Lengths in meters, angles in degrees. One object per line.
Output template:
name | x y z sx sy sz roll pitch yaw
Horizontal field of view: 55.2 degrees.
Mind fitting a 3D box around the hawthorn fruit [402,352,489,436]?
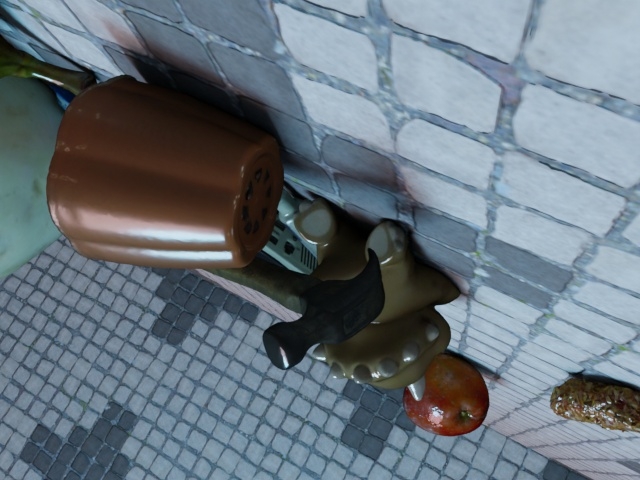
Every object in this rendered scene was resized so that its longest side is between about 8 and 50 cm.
hawthorn fruit | 0.257 0.314 1.239 0.173 0.172 0.173 27 168 6

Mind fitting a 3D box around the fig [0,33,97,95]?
fig | -0.404 -0.194 0.649 0.321 0.216 0.217 12 179 -34

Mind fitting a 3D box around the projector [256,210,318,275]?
projector | -0.117 -0.021 0.900 0.259 0.079 0.257 15 162 49

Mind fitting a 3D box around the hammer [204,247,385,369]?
hammer | -0.115 0.018 0.682 0.440 0.168 0.044 17 123 44

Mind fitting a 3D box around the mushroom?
mushroom | -0.516 -0.104 0.845 0.336 0.314 0.314 8 164 11

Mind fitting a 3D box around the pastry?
pastry | 0.381 0.219 0.826 0.087 0.063 0.169 23 165 -18

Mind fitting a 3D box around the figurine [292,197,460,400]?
figurine | 0.059 0.092 0.748 0.177 0.173 0.247 21 166 34

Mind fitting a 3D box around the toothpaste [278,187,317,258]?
toothpaste | 0.000 0.000 0.797 0.037 0.062 0.216 -4 147 35

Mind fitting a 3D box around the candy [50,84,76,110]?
candy | -0.321 -0.169 0.858 0.088 0.038 0.136 36 175 -3

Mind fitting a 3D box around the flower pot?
flower pot | -0.136 -0.054 0.608 0.173 0.190 0.190 14 165 13
